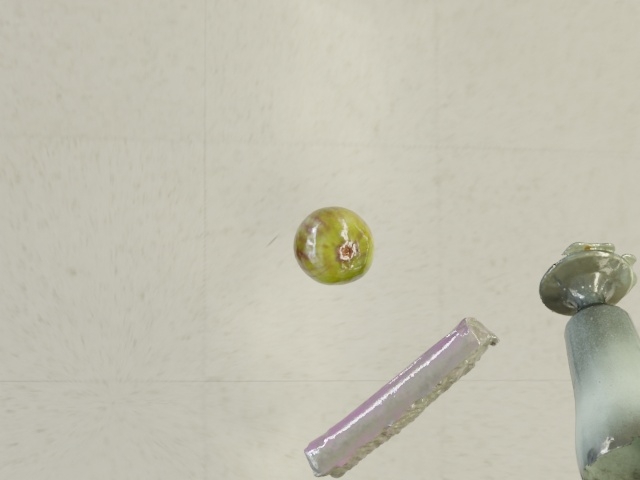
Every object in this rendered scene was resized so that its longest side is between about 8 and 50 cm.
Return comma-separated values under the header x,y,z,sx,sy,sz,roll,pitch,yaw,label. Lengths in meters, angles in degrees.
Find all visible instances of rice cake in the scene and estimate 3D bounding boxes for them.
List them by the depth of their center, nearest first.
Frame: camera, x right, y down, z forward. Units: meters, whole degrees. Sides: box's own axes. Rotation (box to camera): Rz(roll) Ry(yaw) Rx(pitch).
x,y,z,sx,sy,sz,roll,pitch,yaw,label
0.090,0.180,1.520,0.270,0.049,0.055,-41,59,18,rice cake

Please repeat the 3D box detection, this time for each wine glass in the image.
x,y,z,sx,sy,sz,roll,pitch,yaw,label
0.179,0.078,0.824,0.072,0.072,0.155,3,46,-8,wine glass

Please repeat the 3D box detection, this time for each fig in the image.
x,y,z,sx,sy,sz,roll,pitch,yaw,label
-0.003,0.013,1.523,0.093,0.166,0.093,5,79,-28,fig
